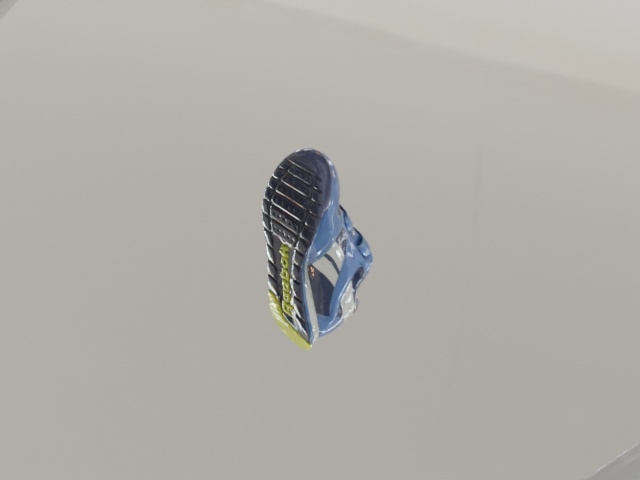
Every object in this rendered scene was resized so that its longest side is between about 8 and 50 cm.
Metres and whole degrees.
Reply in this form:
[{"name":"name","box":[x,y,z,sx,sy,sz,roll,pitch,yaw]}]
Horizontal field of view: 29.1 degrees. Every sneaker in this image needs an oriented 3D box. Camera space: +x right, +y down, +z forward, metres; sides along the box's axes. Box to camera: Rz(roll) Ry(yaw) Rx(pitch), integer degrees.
[{"name":"sneaker","box":[0.000,0.000,0.780,0.059,0.144,0.053,-23,-135,-29]}]

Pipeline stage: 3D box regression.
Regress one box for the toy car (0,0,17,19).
[{"name":"toy car","box":[-0.171,-0.174,0.558,0.210,0.219,0.238,-26,-121,13]}]

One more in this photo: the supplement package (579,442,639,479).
[{"name":"supplement package","box":[0.156,0.292,0.749,0.262,0.145,0.204,-35,-130,10]}]
